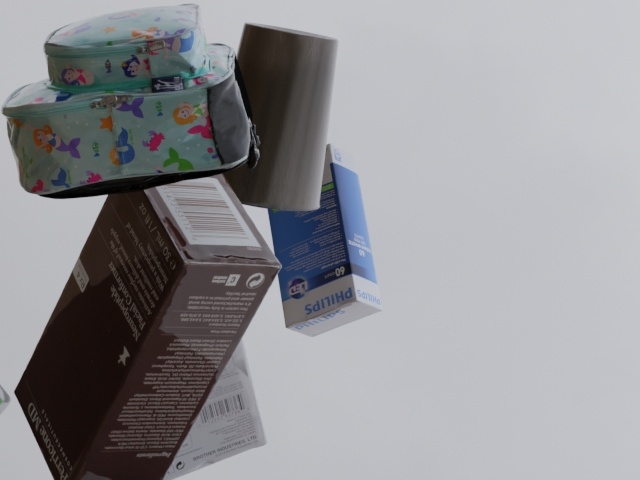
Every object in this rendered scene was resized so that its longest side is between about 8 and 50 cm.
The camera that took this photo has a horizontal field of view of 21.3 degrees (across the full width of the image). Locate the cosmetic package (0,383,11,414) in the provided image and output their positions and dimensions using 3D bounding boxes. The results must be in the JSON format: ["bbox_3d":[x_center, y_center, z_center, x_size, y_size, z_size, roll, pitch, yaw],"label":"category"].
[{"bbox_3d":[-0.547,0.144,2.045,0.155,0.197,0.365,25,-23,29],"label":"cosmetic package"}]

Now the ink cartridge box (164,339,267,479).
[{"bbox_3d":[-0.195,0.166,2.302,0.065,0.186,0.311,-138,-147,-60],"label":"ink cartridge box"}]

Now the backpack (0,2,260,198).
[{"bbox_3d":[-0.208,-0.141,1.792,0.225,0.253,0.191,-97,171,-73],"label":"backpack"}]

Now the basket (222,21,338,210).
[{"bbox_3d":[-0.058,-0.166,2.254,0.154,0.204,0.227,13,-82,15],"label":"basket"}]

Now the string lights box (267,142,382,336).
[{"bbox_3d":[0.000,0.000,2.579,0.133,0.077,0.259,-22,-116,28],"label":"string lights box"}]

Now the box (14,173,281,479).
[{"bbox_3d":[-0.212,0.108,2.004,0.191,0.143,0.381,56,-50,39],"label":"box"}]
